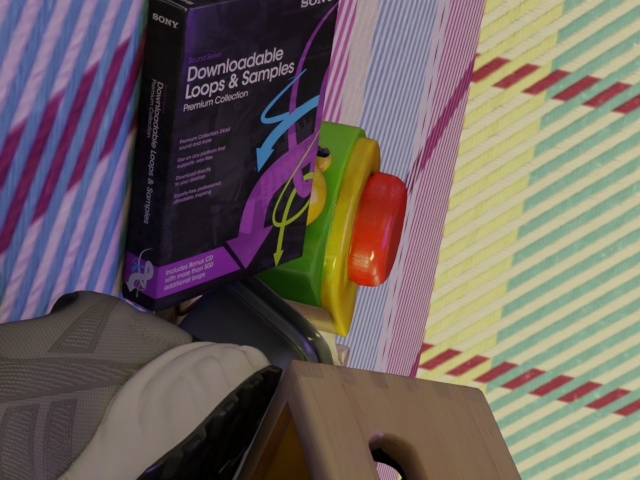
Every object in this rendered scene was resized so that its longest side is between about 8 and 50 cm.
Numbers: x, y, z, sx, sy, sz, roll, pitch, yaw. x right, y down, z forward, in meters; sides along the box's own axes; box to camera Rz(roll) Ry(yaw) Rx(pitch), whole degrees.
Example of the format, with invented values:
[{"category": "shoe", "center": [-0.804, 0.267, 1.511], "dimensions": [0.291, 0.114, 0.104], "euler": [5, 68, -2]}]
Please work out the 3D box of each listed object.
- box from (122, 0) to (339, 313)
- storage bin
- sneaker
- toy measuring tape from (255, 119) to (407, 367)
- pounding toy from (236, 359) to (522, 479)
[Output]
[{"category": "box", "center": [-0.044, -0.053, 0.893], "dimensions": [0.116, 0.029, 0.162], "euler": [-21, 127, -46]}, {"category": "storage bin", "center": [-0.056, 0.078, 0.999], "dimensions": [0.091, 0.098, 0.135], "euler": [-46, 162, -14]}, {"category": "sneaker", "center": [-0.117, 0.089, 0.606], "dimensions": [0.271, 0.108, 0.100], "euler": [-33, 149, -62]}, {"category": "toy measuring tape", "center": [0.000, 0.000, 1.127], "dimensions": [0.330, 0.121, 0.121], "euler": [71, 32, -73]}, {"category": "pounding toy", "center": [-0.007, 0.150, 0.693], "dimensions": [0.181, 0.094, 0.206], "euler": [-110, -143, -51]}]
